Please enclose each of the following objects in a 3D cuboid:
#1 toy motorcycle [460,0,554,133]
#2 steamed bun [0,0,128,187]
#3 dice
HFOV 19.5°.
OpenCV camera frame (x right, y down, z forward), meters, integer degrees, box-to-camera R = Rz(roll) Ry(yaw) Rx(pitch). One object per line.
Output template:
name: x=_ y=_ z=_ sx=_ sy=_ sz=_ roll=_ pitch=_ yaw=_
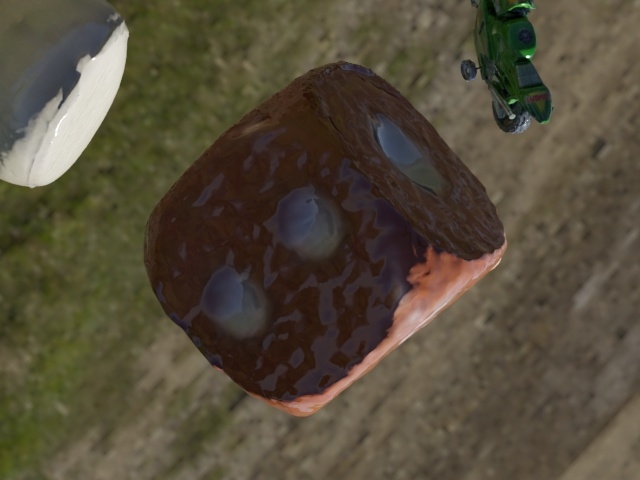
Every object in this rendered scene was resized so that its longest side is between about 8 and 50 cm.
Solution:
toy motorcycle: x=0.203 y=-0.212 z=2.022 sx=0.074 sy=0.190 sz=0.106 roll=-13 pitch=178 yaw=-22
steamed bun: x=-0.262 y=-0.145 z=1.686 sx=0.177 sy=0.131 sz=0.228 roll=-59 pitch=180 yaw=-18
dice: x=0.000 y=0.000 z=1.232 sx=0.179 sy=0.175 sz=0.174 roll=-41 pitch=176 yaw=24
